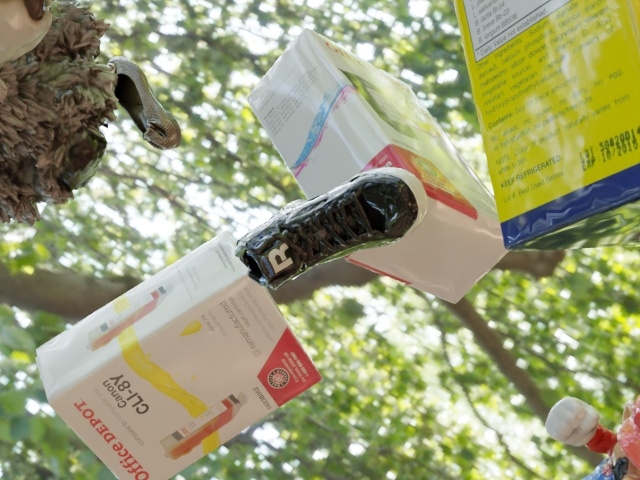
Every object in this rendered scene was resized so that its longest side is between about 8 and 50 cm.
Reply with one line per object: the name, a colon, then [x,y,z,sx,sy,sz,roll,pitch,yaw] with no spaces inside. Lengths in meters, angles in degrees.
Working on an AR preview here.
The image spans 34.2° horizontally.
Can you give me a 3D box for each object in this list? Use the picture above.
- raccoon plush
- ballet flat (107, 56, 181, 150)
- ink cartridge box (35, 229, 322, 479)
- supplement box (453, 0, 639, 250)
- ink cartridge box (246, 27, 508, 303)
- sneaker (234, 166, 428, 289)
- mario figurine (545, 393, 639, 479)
raccoon plush: [-0.357,-0.084,0.747,0.446,0.216,0.299,-30,-10,19]
ballet flat: [-0.327,-0.242,1.838,0.058,0.250,0.084,-15,-38,-34]
ink cartridge box: [-0.235,0.212,1.752,0.385,0.160,0.279,-33,-55,-3]
supplement box: [0.260,-0.187,0.914,0.195,0.194,0.356,-2,-104,-32]
ink cartridge box: [0.073,-0.092,1.262,0.226,0.306,0.131,20,-59,-46]
sneaker: [0.000,0.000,1.019,0.121,0.217,0.079,-37,-78,-39]
mario figurine: [0.341,0.286,1.168,0.320,0.198,0.170,100,174,-51]
